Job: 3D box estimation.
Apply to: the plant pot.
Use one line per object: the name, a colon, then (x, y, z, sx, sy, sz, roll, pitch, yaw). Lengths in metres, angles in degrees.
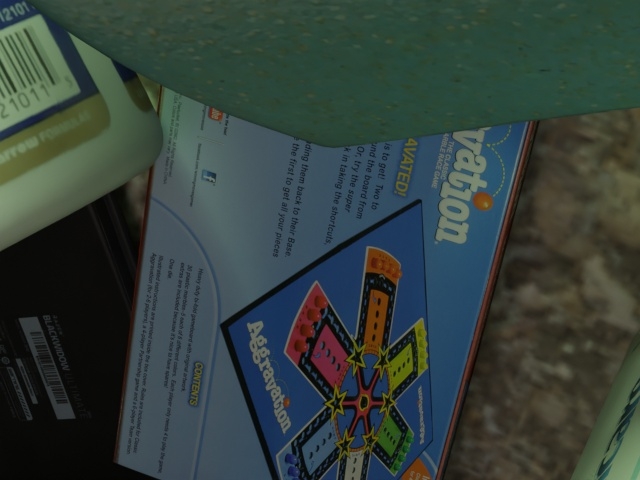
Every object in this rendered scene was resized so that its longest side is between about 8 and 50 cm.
plant pot: (0.028, -0.164, 0.417, 0.248, 0.247, 0.252, -6, 133, 29)

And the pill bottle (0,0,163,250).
pill bottle: (-0.180, -0.114, 0.590, 0.153, 0.153, 0.264, -23, 98, 35)

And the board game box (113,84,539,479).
board game box: (0.000, 0.000, 0.650, 0.145, 0.027, 0.281, 19, 123, 12)

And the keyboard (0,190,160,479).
keyboard: (-0.158, 0.056, 0.773, 0.201, 0.033, 0.317, -5, 116, 22)

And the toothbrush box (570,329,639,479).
toothbrush box: (0.225, 0.132, 0.514, 0.295, 0.216, 0.126, 35, 128, 4)
